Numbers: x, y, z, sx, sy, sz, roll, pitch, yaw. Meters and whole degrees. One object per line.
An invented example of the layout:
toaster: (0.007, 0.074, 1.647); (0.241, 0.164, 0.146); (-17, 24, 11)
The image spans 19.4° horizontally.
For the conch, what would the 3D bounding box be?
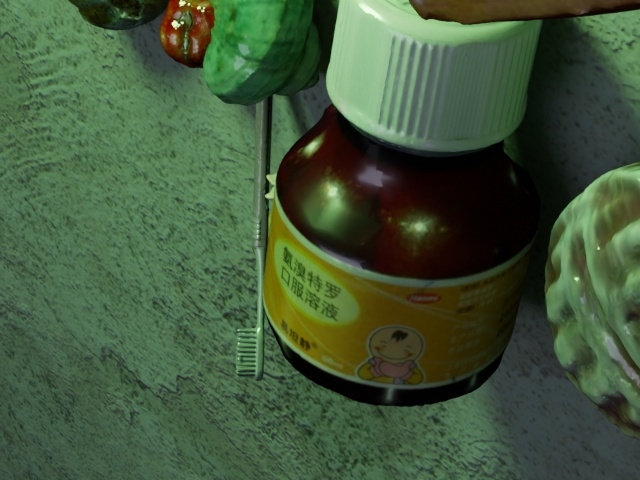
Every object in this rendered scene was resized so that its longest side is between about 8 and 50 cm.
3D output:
conch: (-0.067, -0.218, 1.783); (0.176, 0.122, 0.188); (-129, 23, -58)

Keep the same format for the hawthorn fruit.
hawthorn fruit: (-0.122, -0.222, 1.901); (0.093, 0.093, 0.093); (38, 145, 32)

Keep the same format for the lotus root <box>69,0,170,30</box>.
lotus root: (-0.212, -0.278, 1.981); (0.192, 0.088, 0.113); (5, 138, 55)

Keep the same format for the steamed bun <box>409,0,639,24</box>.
steamed bun: (0.212, -0.273, 1.162); (0.379, 0.248, 0.235); (-5, 116, 47)

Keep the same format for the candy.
candy: (0.282, 0.043, 1.456); (0.214, 0.157, 0.289); (68, 160, 12)

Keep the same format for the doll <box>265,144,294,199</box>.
doll: (0.004, -0.067, 1.863); (0.127, 0.084, 0.073); (-17, 70, 39)

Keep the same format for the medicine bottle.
medicine bottle: (0.074, -0.065, 1.615); (0.242, 0.242, 0.395); (35, 136, 36)

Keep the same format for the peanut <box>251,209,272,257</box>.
peanut: (0.000, 0.000, 1.928); (0.214, 0.099, 0.099); (8, 125, 62)

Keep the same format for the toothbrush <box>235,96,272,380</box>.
toothbrush: (-0.067, -0.028, 1.913); (0.024, 0.029, 0.354); (-140, 52, -73)
